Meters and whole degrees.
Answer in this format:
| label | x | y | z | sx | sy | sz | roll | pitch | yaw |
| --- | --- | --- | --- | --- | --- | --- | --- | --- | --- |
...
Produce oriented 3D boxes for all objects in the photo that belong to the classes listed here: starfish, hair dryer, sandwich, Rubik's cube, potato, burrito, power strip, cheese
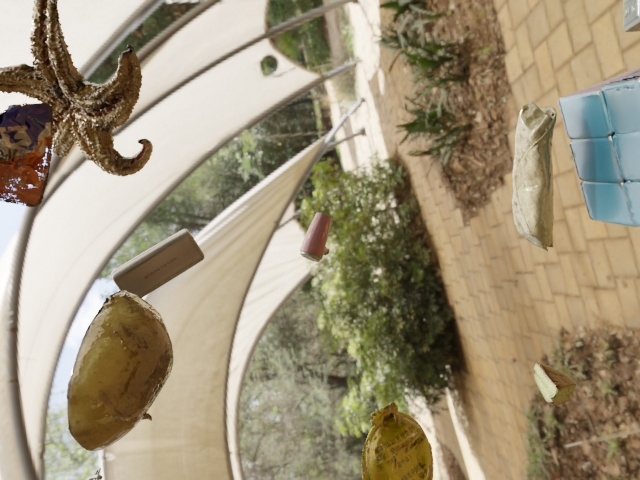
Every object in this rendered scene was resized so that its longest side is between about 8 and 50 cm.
| label | x | y | z | sx | sy | sz | roll | pitch | yaw |
| --- | --- | --- | --- | --- | --- | --- | --- | --- | --- |
| starfish | -0.383 | -0.226 | 0.879 | 0.303 | 0.311 | 0.113 | 93 | -161 | -45 |
| hair dryer | -0.002 | 0.007 | 1.365 | 0.154 | 0.053 | 0.106 | 69 | -141 | -72 |
| sandwich | 0.303 | 0.186 | 0.750 | 0.083 | 0.043 | 0.031 | -66 | -8 | -75 |
| Rubik's cube | 0.534 | -0.159 | 0.886 | 0.231 | 0.221 | 0.225 | -133 | 24 | -81 |
| potato | -0.344 | 0.242 | 1.090 | 0.239 | 0.115 | 0.299 | 84 | -166 | -48 |
| burrito | 0.368 | -0.101 | 1.003 | 0.082 | 0.059 | 0.275 | 34 | 146 | 45 |
| power strip | 0.644 | -0.535 | 1.189 | 0.145 | 0.061 | 0.216 | -54 | -37 | -83 |
| cheese | 0.130 | 0.372 | 0.882 | 0.064 | 0.156 | 0.250 | -25 | 82 | 49 |

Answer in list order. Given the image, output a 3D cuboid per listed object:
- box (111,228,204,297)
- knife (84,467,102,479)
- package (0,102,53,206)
| label | x | y | z | sx | sy | sz | roll | pitch | yaw |
| --- | --- | --- | --- | --- | --- | --- | --- | --- | --- |
| box | -0.450 | 0.069 | 1.633 | 0.103 | 0.243 | 0.055 | 62 | 170 | -23 |
| knife | -0.506 | 0.538 | 1.207 | 0.278 | 0.053 | 0.123 | -41 | 21 | 52 |
| package | -0.285 | -0.082 | 0.532 | 0.033 | 0.077 | 0.111 | 55 | 129 | 32 |
